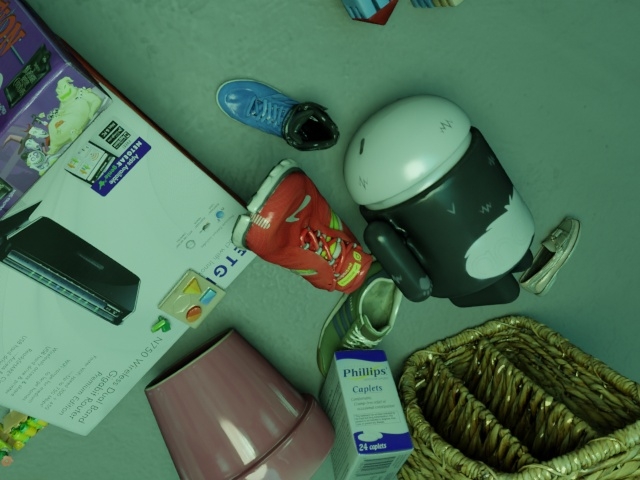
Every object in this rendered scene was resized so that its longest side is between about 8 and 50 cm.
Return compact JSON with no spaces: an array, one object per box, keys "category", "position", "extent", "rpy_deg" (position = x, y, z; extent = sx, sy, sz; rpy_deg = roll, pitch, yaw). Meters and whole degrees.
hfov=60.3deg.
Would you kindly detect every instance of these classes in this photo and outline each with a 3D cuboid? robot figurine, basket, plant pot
[{"category":"robot figurine","position":[0.147,-0.042,0.679],"extent":[0.173,0.209,0.278],"rpy_deg":[-34,110,14]},{"category":"basket","position":[0.218,0.222,0.690],"extent":[0.213,0.299,0.223],"rpy_deg":[13,102,-14]},{"category":"plant pot","position":[-0.111,0.217,0.676],"extent":[0.201,0.201,0.180],"rpy_deg":[-33,92,-4]}]

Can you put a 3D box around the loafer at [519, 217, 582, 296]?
[{"category":"loafer","position":[0.336,0.021,0.805],"extent":[0.039,0.045,0.125],"rpy_deg":[23,100,-11]}]

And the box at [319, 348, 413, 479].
[{"category":"box","position":[0.053,0.230,0.705],"extent":[0.072,0.137,0.126],"rpy_deg":[-2,138,-14]}]

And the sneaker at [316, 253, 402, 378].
[{"category":"sneaker","position":[0.054,0.114,0.735],"extent":[0.064,0.086,0.192],"rpy_deg":[22,98,-18]}]

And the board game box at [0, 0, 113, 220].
[{"category":"board game box","position":[-0.323,-0.129,0.472],"extent":[0.208,0.347,0.056],"rpy_deg":[-45,144,-3]}]

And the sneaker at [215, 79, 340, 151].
[{"category":"sneaker","position":[-0.048,-0.148,0.649],"extent":[0.152,0.084,0.058],"rpy_deg":[22,97,-17]}]

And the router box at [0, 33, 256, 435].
[{"category":"router box","position":[-0.265,0.016,0.588],"extent":[0.335,0.082,0.301],"rpy_deg":[-47,129,1]}]

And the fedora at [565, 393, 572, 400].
[{"category":"fedora","position":[0.389,0.333,0.787],"extent":[0.243,0.124,0.276],"rpy_deg":[30,66,8]}]

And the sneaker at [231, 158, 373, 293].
[{"category":"sneaker","position":[0.000,0.000,0.600],"extent":[0.118,0.279,0.107],"rpy_deg":[32,89,19]}]

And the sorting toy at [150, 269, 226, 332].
[{"category":"sorting toy","position":[-0.153,0.079,0.626],"extent":[0.083,0.012,0.062],"rpy_deg":[-49,129,2]}]

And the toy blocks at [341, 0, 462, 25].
[{"category":"toy blocks","position":[0.115,-0.382,0.602],"extent":[0.381,0.191,0.261],"rpy_deg":[-38,120,-3]}]

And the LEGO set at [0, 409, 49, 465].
[{"category":"LEGO set","position":[-0.463,0.276,0.639],"extent":[0.286,0.107,0.132],"rpy_deg":[-6,104,-12]}]
